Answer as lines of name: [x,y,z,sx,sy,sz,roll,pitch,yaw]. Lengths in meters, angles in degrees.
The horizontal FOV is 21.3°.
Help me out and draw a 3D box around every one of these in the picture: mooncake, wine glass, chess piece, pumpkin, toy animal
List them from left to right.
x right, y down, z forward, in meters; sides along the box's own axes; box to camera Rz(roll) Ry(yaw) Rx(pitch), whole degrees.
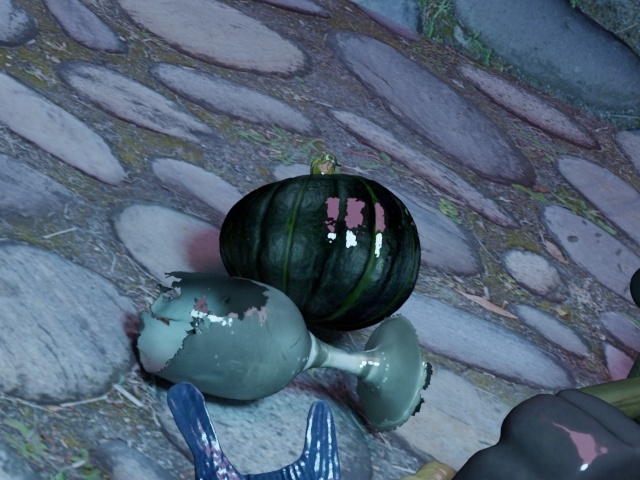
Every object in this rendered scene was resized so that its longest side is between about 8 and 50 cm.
toy animal: [-0.073,0.252,1.527,0.255,0.239,0.176,69,-16,-12]
wine glass: [-0.040,0.121,1.872,0.321,0.143,0.143,14,28,-33]
pumpkin: [0.000,0.000,2.051,0.250,0.216,0.250,1,-11,0]
chess piece: [0.111,0.277,1.836,0.066,0.066,0.122,37,17,13]
mooncake: [0.239,0.269,1.792,0.133,0.245,0.245,41,24,27]

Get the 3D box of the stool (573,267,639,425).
stool: [0.501,0.202,2.192,0.226,0.310,0.310,-8,43,-44]
